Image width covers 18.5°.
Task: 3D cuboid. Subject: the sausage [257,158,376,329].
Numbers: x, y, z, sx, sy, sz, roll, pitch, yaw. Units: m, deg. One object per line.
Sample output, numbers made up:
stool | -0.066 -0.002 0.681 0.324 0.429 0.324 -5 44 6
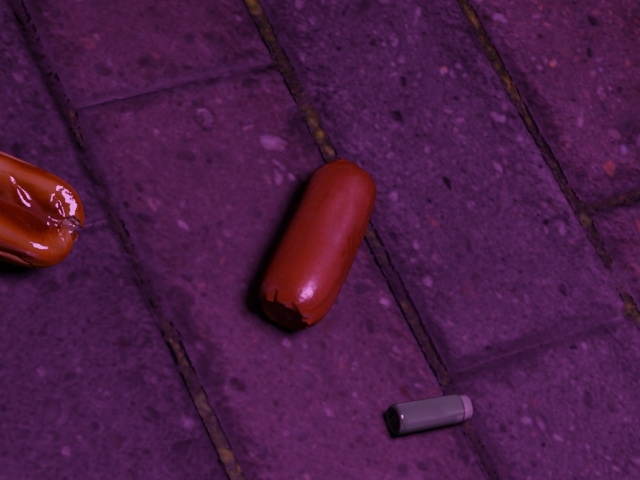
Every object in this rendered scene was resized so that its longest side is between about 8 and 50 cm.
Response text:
sausage | 0.000 0.000 1.905 0.076 0.076 0.197 29 53 -5

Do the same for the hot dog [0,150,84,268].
hot dog | -0.338 -0.047 1.790 0.249 0.068 0.100 23 65 -7

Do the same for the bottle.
bottle | 0.105 0.166 1.878 0.083 0.030 0.030 -7 65 -28
